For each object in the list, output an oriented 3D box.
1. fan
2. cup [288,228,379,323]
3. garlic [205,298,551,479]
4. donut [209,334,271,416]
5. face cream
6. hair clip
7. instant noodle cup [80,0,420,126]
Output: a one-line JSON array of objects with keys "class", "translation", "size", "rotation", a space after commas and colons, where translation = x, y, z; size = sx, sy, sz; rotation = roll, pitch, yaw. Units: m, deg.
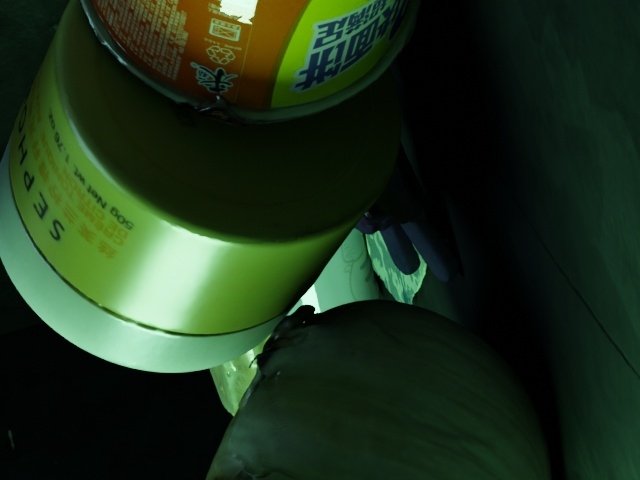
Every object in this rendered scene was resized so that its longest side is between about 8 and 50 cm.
[{"class": "fan", "translation": [0.058, -0.002, 1.423], "size": [0.240, 0.009, 0.131], "rotation": [170, 83, -82]}, {"class": "cup", "translation": [0.007, 0.003, 1.568], "size": [0.099, 0.136, 0.133], "rotation": [16, 133, 39]}, {"class": "garlic", "translation": [0.017, 0.191, 1.149], "size": [0.241, 0.322, 0.322], "rotation": [42, 161, 19]}, {"class": "donut", "translation": [-0.079, 0.074, 2.044], "size": [0.371, 0.150, 0.307], "rotation": [-137, 30, -75]}, {"class": "face cream", "translation": [-0.081, -0.052, 1.087], "size": [0.179, 0.218, 0.218], "rotation": [-53, 52, 54]}, {"class": "hair clip", "translation": [0.011, -0.092, 1.204], "size": [0.137, 0.090, 0.278], "rotation": [6, 117, 56]}, {"class": "instant noodle cup", "translation": [-0.028, -0.194, 0.949], "size": [0.174, 0.213, 0.213], "rotation": [113, 139, -66]}]
